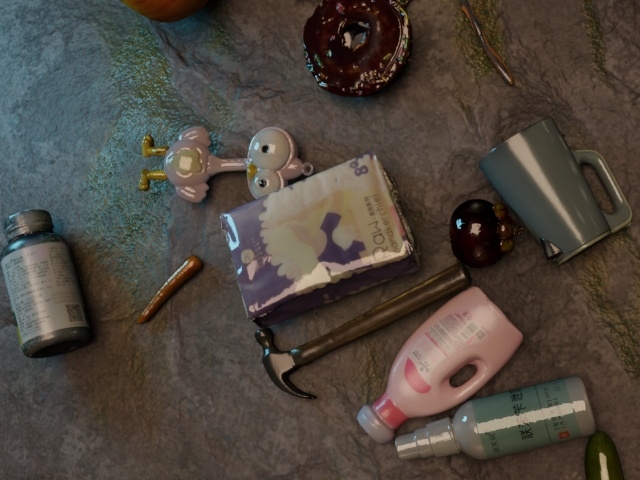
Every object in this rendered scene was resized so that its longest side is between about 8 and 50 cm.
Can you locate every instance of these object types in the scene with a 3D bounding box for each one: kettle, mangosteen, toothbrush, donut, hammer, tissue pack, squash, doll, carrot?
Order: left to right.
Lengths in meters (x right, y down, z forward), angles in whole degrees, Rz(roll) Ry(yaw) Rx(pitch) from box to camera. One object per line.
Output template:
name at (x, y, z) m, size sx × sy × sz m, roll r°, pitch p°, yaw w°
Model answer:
carrot at (-0.313, 0.103, 1.947) m, size 0.190 × 0.037 × 0.037 m, roll -46°, pitch 73°, yaw 7°
doll at (-0.187, -0.153, 1.929) m, size 0.365 × 0.094 × 0.160 m, roll 2°, pitch 83°, yaw 15°
tissue pack at (0.000, 0.000, 1.823) m, size 0.344 × 0.125 × 0.242 m, roll -22°, pitch 64°, yaw 9°
donut at (0.081, -0.396, 1.894) m, size 0.235 × 0.089 × 0.235 m, roll -2°, pitch 86°, yaw 25°
hammer at (0.083, 0.157, 1.801) m, size 0.440 × 0.044 × 0.168 m, roll -30°, pitch 74°, yaw 16°
toothbrush at (0.302, -0.440, 1.894) m, size 0.031 × 0.023 × 0.321 m, roll -34°, pitch 73°, yaw 13°
mangosteen at (0.307, -0.014, 1.759) m, size 0.140 × 0.140 × 0.140 m, roll -3°, pitch 79°, yaw 14°
kettle at (0.444, -0.094, 1.748) m, size 0.211 × 0.160 × 0.243 m, roll -28°, pitch 80°, yaw -22°
squash at (0.512, 0.463, 1.653) m, size 0.069 × 0.069 × 0.258 m, roll -17°, pitch 76°, yaw 11°

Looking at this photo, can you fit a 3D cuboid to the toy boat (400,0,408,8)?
toy boat at (0.141, -0.537, 1.928) m, size 0.089 × 0.071 × 0.185 m, roll -12°, pitch 73°, yaw -32°

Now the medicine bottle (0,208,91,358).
medicine bottle at (-0.574, 0.086, 1.957) m, size 0.141 × 0.141 × 0.293 m, roll -20°, pitch 76°, yaw 10°

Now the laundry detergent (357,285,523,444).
laundry detergent at (0.212, 0.243, 1.759) m, size 0.335 × 0.088 × 0.159 m, roll -44°, pitch 77°, yaw 4°

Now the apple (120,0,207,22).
apple at (-0.322, -0.608, 1.940) m, size 0.275 × 0.299 × 0.299 m, roll -39°, pitch 73°, yaw 15°

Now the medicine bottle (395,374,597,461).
medicine bottle at (0.308, 0.335, 1.703) m, size 0.352 × 0.110 × 0.110 m, roll -15°, pitch 77°, yaw 11°
